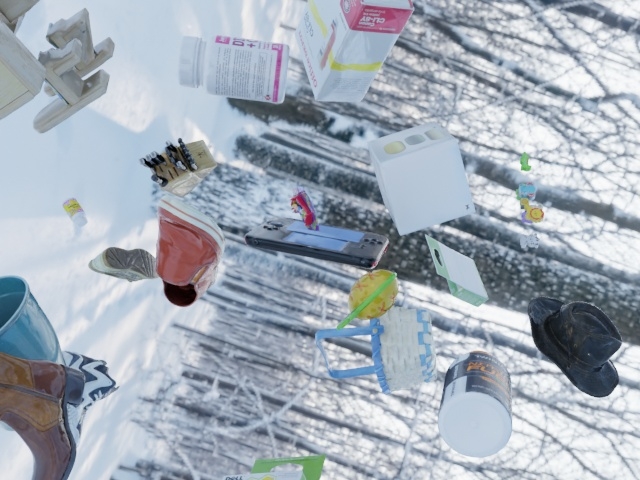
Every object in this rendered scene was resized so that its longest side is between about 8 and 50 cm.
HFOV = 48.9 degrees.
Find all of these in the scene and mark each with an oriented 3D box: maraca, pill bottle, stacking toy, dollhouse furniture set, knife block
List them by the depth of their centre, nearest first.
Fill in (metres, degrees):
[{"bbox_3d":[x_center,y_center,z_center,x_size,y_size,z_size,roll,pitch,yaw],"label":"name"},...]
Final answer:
[{"bbox_3d":[-0.520,-0.285,0.993,0.257,0.362,0.394,-29,-142,11],"label":"dollhouse furniture set"},{"bbox_3d":[0.296,0.293,1.333,0.245,0.131,0.130,-45,158,-70],"label":"pill bottle"},{"bbox_3d":[0.107,0.138,1.608,0.186,0.099,0.127,-43,173,-16],"label":"maraca"},{"bbox_3d":[-0.231,-0.464,1.891,0.160,0.283,0.160,-174,-90,-85],"label":"pill bottle"},{"bbox_3d":[-0.419,-0.186,1.922,0.242,0.088,0.276,-24,173,-44],"label":"knife block"},{"bbox_3d":[0.572,-0.106,1.927,0.167,0.052,0.221,72,18,-58],"label":"stacking toy"},{"bbox_3d":[-0.688,-0.078,1.977,0.043,0.083,0.043,-35,163,-13],"label":"pill bottle"}]

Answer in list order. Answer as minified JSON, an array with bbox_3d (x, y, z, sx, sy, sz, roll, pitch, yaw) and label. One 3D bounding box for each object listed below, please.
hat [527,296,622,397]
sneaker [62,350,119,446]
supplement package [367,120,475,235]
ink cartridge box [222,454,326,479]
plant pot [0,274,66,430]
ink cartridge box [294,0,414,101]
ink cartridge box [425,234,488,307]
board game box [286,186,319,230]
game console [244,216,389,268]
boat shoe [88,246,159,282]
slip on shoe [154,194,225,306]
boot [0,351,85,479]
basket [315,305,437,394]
[{"bbox_3d":[0.743,0.263,1.968,0.134,0.331,0.331,-50,-164,37],"label":"hat"},{"bbox_3d":[-0.543,0.377,1.659,0.094,0.153,0.234,-44,-130,33],"label":"sneaker"},{"bbox_3d":[0.254,-0.169,1.823,0.262,0.200,0.197,-99,172,-70],"label":"supplement package"},{"bbox_3d":[-0.109,0.527,1.497,0.255,0.189,0.097,-68,143,-58],"label":"ink cartridge box"},{"bbox_3d":[-0.675,0.257,1.495,0.271,0.272,0.255,-76,149,-50],"label":"plant pot"},{"bbox_3d":[0.080,-0.611,1.971,0.384,0.161,0.279,123,-42,-55],"label":"ink cartridge box"},{"bbox_3d":[0.409,0.096,2.192,0.056,0.235,0.171,-45,-143,31],"label":"ink cartridge box"},{"bbox_3d":[-0.055,-0.082,1.963,0.133,0.033,0.169,69,-15,-10],"label":"board game box"},{"bbox_3d":[0.000,0.000,2.106,0.342,0.387,0.060,-32,131,-76],"label":"game console"},{"bbox_3d":[-0.650,0.082,2.362,0.285,0.089,0.104,25,47,-60],"label":"boat shoe"},{"bbox_3d":[-0.241,0.028,1.248,0.101,0.123,0.331,-60,174,-27],"label":"slip on shoe"},{"bbox_3d":[-0.571,0.320,1.257,0.096,0.280,0.263,-13,-120,39],"label":"boot"},{"bbox_3d":[0.146,0.282,1.794,0.254,0.289,0.201,74,8,-57],"label":"basket"}]
